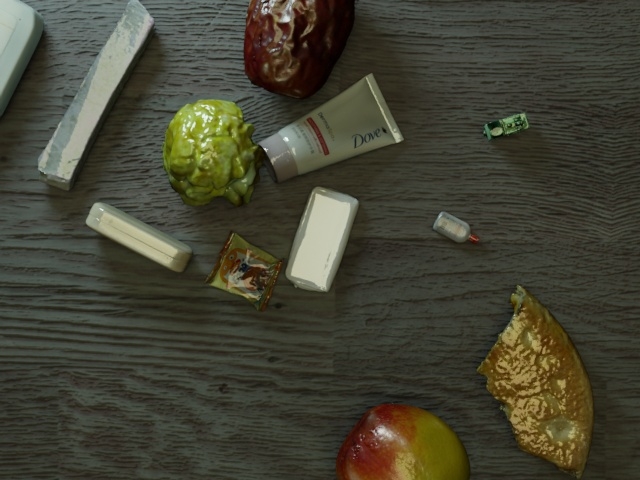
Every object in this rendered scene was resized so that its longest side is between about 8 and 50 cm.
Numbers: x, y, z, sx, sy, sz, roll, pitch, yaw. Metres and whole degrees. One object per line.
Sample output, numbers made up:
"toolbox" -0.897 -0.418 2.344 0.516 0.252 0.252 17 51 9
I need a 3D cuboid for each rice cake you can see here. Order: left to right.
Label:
"rice cake" -0.396 -0.257 1.806 0.073 0.056 0.364 28 92 -2

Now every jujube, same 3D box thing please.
"jujube" -0.039 -0.370 1.756 0.184 0.183 0.243 17 99 -1

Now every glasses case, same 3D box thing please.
"glasses case" -0.320 -0.005 1.804 0.196 0.083 0.050 28 91 0

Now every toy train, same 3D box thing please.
"toy train" 0.332 -0.203 1.816 0.083 0.053 0.033 -17 92 2

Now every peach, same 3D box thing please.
"peach" 0.140 0.390 1.751 0.231 0.231 0.230 0 92 0

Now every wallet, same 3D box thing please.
"wallet" 0.000 0.000 1.831 0.095 0.033 0.189 20 91 1

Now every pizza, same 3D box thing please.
"pizza" 0.390 0.262 1.824 0.182 0.074 0.365 -23 93 -1

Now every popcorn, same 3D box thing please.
"popcorn" -0.179 -0.141 1.763 0.212 0.198 0.198 40 91 -25

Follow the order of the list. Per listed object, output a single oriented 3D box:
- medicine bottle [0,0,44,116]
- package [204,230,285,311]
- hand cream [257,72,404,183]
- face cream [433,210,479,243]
"medicine bottle" -0.613 -0.296 1.779 0.161 0.111 0.296 26 90 0
"package" -0.133 0.056 1.833 0.121 0.031 0.108 27 91 -1
"hand cream" 0.016 -0.185 1.809 0.248 0.083 0.133 -28 94 -9
"face cream" 0.246 -0.018 1.838 0.083 0.021 0.040 28 92 -1
